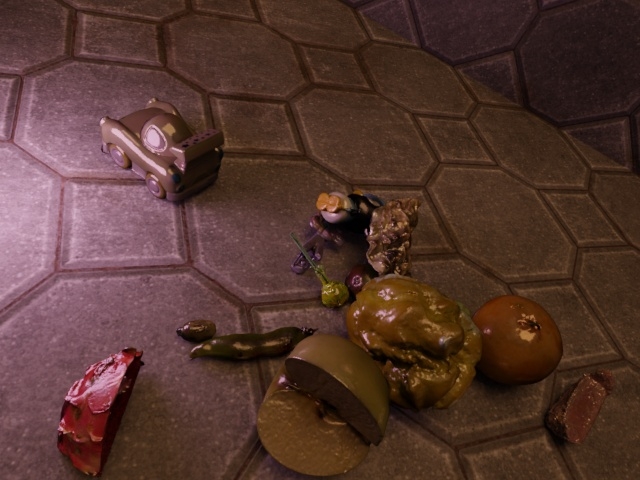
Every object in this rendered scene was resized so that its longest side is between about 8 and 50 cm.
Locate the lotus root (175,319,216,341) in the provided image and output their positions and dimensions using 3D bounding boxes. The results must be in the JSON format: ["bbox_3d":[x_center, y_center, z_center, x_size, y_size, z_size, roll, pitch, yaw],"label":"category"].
[{"bbox_3d":[-0.312,0.229,1.153,0.099,0.054,0.049,0,33,-23],"label":"lotus root"}]

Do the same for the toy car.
[{"bbox_3d":[-0.481,-0.307,1.403,0.336,0.226,0.242,40,50,10],"label":"toy car"}]

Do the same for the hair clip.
[{"bbox_3d":[0.005,-0.005,1.445,0.137,0.090,0.278,35,48,-4],"label":"hair clip"}]

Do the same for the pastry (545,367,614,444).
[{"bbox_3d":[0.757,0.484,1.341,0.265,0.112,0.102,-31,79,-25],"label":"pastry"}]

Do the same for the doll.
[{"bbox_3d":[0.125,-0.091,1.484,0.177,0.141,0.314,18,3,42],"label":"doll"}]

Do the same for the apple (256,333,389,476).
[{"bbox_3d":[0.017,0.357,1.038,0.258,0.295,0.233,28,19,1],"label":"apple"}]

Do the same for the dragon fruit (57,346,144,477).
[{"bbox_3d":[-0.464,0.324,0.945,0.126,0.161,0.274,17,50,-11],"label":"dragon fruit"}]

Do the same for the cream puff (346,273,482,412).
[{"bbox_3d":[0.220,0.272,1.155,0.378,0.378,0.275,30,72,3],"label":"cream puff"}]

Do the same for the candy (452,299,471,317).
[{"bbox_3d":[0.308,0.180,1.434,0.336,0.092,0.093,25,53,11],"label":"candy"}]

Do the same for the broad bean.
[{"bbox_3d":[-0.160,0.268,1.176,0.339,0.061,0.077,-3,47,-24],"label":"broad bean"}]

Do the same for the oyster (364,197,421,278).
[{"bbox_3d":[0.242,0.015,1.387,0.238,0.115,0.351,43,54,-36],"label":"oyster"}]

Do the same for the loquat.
[{"bbox_3d":[0.553,0.288,1.326,0.263,0.263,0.263,11,50,-13],"label":"loquat"}]

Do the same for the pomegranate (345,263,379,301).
[{"bbox_3d":[0.134,0.135,1.372,0.130,0.130,0.130,11,50,-13],"label":"pomegranate"}]

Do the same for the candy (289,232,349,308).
[{"bbox_3d":[-0.009,0.084,1.328,0.077,0.073,0.262,-38,96,-26],"label":"candy"}]
